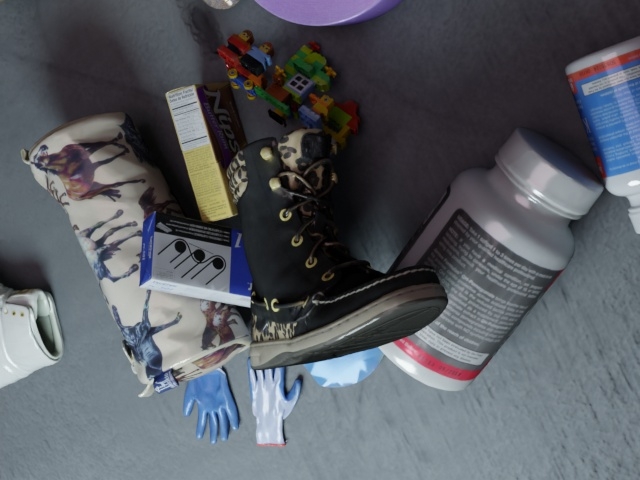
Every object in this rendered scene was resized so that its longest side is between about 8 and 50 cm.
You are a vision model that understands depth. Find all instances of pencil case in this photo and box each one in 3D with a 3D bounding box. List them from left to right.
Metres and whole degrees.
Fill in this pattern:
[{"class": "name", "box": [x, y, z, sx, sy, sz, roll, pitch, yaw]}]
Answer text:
[{"class": "pencil case", "box": [-0.267, 0.014, 1.591, 0.183, 0.160, 0.410, -28, 85, -1]}]

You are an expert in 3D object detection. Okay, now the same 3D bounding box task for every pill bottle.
[{"class": "pill bottle", "box": [0.205, 0.020, 1.400, 0.176, 0.176, 0.318, 39, 112, 11]}, {"class": "pill bottle", "box": [0.383, -0.126, 1.327, 0.124, 0.124, 0.221, -19, 92, 24]}]

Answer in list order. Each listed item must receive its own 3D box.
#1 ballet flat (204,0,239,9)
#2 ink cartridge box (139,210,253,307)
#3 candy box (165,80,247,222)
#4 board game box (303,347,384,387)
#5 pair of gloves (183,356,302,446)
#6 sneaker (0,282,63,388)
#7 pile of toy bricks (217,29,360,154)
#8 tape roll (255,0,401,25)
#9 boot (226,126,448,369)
[{"class": "ballet flat", "box": [-0.182, -0.468, 1.503, 0.107, 0.106, 0.316, -13, 95, 22]}, {"class": "ink cartridge box", "box": [-0.142, 0.031, 1.524, 0.046, 0.207, 0.097, -29, 55, 53]}, {"class": "candy box", "box": [-0.145, -0.126, 1.554, 0.053, 0.109, 0.187, -13, 94, 24]}, {"class": "board game box", "box": [0.018, 0.121, 1.578, 0.133, 0.033, 0.169, -39, 89, 19]}, {"class": "pair of gloves", "box": [-0.119, 0.231, 1.659, 0.198, 0.023, 0.159, 2, 101, 23]}, {"class": "sneaker", "box": [-0.510, 0.080, 1.752, 0.169, 0.108, 0.292, -22, 101, 23]}, {"class": "pile of toy bricks", "box": [-0.032, -0.223, 1.505, 0.212, 0.118, 0.105, 37, 73, 23]}, {"class": "tape roll", "box": [0.011, -0.418, 1.444, 0.274, 0.090, 0.275, 4, 102, 21]}, {"class": "boot", "box": [0.000, 0.000, 1.371, 0.377, 0.138, 0.284, -29, 69, 60]}]
